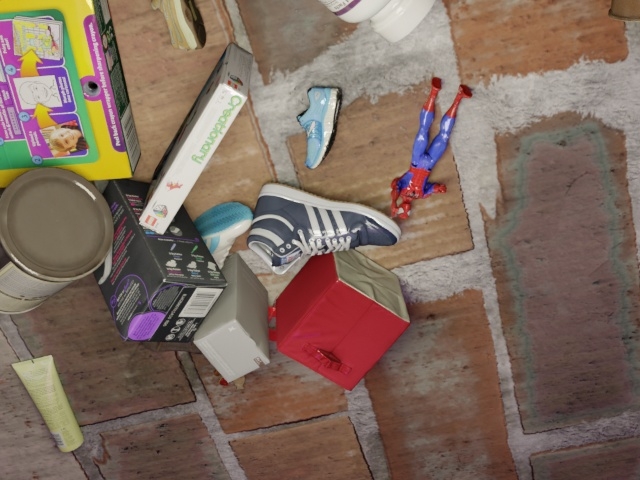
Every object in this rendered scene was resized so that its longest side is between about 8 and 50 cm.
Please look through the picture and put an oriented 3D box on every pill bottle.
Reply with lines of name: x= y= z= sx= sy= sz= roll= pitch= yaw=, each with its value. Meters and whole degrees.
pill bottle: x=0.040 y=-0.453 z=1.403 sx=0.301 sy=0.169 sz=0.169 roll=35 pitch=115 yaw=-22

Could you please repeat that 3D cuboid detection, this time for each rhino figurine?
rhino figurine: x=-0.264 y=0.192 z=1.864 sx=0.243 sy=0.073 sz=0.106 roll=7 pitch=118 yaw=-7

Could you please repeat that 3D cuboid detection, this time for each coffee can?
coffee can: x=-0.520 y=0.008 z=1.602 sx=0.201 sy=0.202 sz=0.275 roll=36 pitch=146 yaw=-21

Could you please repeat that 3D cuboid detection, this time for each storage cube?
storage cube: x=0.040 y=0.142 z=1.758 sx=0.183 sy=0.215 sz=0.193 roll=32 pitch=110 yaw=-19

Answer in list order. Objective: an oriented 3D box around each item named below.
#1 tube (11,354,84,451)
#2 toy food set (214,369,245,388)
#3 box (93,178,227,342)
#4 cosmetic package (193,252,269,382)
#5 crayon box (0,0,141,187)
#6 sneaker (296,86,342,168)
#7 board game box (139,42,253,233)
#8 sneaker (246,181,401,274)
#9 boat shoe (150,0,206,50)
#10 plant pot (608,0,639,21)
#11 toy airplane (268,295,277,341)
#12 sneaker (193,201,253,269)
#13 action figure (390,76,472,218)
tube: x=-0.595 y=0.360 z=1.979 sx=0.070 sy=0.062 sz=0.240 roll=-34 pitch=122 yaw=-31
toy food set: x=-0.203 y=0.278 z=1.952 sx=0.078 sy=0.019 sz=0.122 roll=4 pitch=130 yaw=-3
box: x=-0.313 y=0.037 z=1.633 sx=0.143 sy=0.270 sz=0.165 roll=7 pitch=129 yaw=-45
cosmetic package: x=-0.171 y=0.146 z=1.737 sx=0.107 sy=0.238 sz=0.127 roll=-26 pitch=118 yaw=15
crayon box: x=-0.506 y=-0.275 z=1.545 sx=0.313 sy=0.106 sz=0.363 roll=-4 pitch=123 yaw=3
sneaker: x=-0.009 y=-0.209 z=1.632 sx=0.073 sy=0.063 sz=0.162 roll=17 pitch=118 yaw=9
board game box: x=-0.217 y=-0.180 z=1.558 sx=0.053 sy=0.193 sz=0.305 roll=27 pitch=118 yaw=-17
sneaker: x=0.000 y=0.000 z=1.661 sx=0.282 sy=0.153 sz=0.099 roll=16 pitch=152 yaw=8
boat shoe: x=-0.253 y=-0.405 z=1.494 sx=0.072 sy=0.068 sz=0.190 roll=-4 pitch=123 yaw=15
plant pot: x=0.543 y=-0.452 z=1.425 sx=0.167 sy=0.167 sz=0.165 roll=-10 pitch=115 yaw=5
toy airplane: x=-0.115 y=0.180 z=1.884 sx=0.151 sy=0.028 sz=0.151 roll=-1 pitch=123 yaw=-2
sneaker: x=-0.213 y=0.006 z=1.746 sx=0.228 sy=0.087 sz=0.092 roll=-31 pitch=125 yaw=25
action figure: x=0.194 y=-0.139 z=1.628 sx=0.091 sy=0.139 sz=0.280 roll=13 pitch=124 yaw=-8
